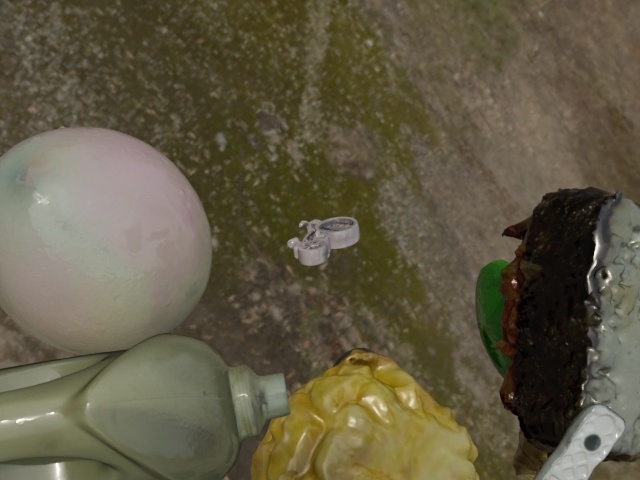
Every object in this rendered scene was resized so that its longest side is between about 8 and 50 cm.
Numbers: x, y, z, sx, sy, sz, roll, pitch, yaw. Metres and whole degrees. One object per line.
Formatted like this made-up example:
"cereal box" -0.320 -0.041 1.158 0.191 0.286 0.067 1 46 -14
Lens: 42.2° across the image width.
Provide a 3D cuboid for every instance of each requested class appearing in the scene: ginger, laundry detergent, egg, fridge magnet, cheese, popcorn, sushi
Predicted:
"ginger" 0.382 0.342 1.433 0.081 0.115 0.206 -27 118 -31
"laundry detergent" -0.143 0.110 0.466 0.181 0.253 0.091 92 -13 -70
"egg" -0.367 -0.023 1.279 0.340 0.354 0.355 71 1 -66
"fridge magnet" 0.309 0.132 1.331 0.088 0.208 0.208 -10 63 -11
"cheese" 0.190 0.245 0.744 0.127 0.235 0.050 33 2 -12
"popcorn" 0.057 0.362 1.308 0.348 0.381 0.349 9 67 -23
"sushi" 0.322 0.112 0.989 0.196 0.182 0.344 12 82 -25

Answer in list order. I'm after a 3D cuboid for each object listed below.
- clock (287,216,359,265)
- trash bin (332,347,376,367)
"clock" 0.000 0.000 1.211 0.129 0.087 0.041 -38 126 -51
"trash bin" 0.106 0.321 1.800 0.175 0.175 0.161 32 12 -33
